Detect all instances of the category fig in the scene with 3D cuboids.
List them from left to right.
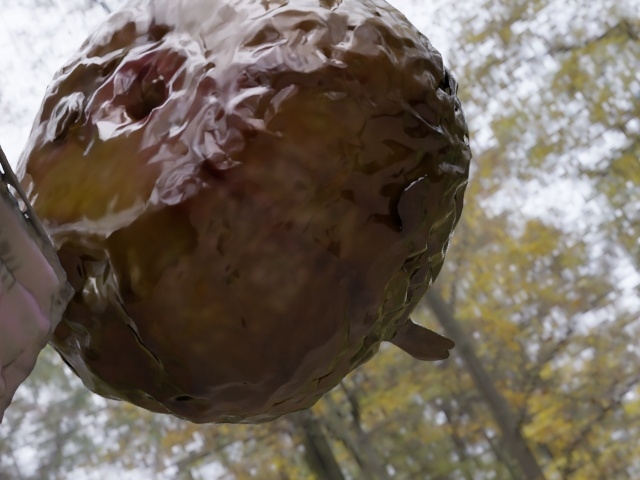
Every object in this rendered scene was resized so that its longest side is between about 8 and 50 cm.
[{"bbox_3d":[0.000,0.000,0.879,0.286,0.286,0.368,-39,-44,20],"label":"fig"}]

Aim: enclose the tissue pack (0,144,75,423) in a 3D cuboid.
[{"bbox_3d":[-0.295,-0.044,0.511,0.361,0.122,0.259,4,-40,25],"label":"tissue pack"}]
